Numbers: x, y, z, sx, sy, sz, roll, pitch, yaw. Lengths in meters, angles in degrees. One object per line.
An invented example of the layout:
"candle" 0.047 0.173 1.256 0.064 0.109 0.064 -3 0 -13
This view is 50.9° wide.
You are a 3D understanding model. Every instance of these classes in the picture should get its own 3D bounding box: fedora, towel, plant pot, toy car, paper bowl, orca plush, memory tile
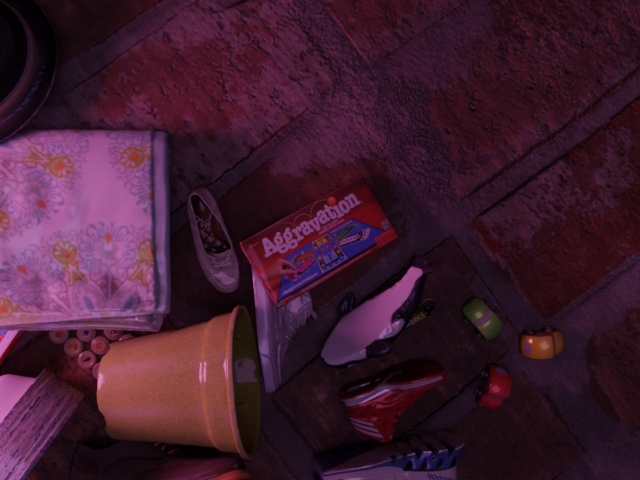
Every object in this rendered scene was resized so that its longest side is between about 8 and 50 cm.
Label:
"fedora" -0.623 -0.315 1.132 0.334 0.152 0.334 0 85 -3
"towel" -0.431 -0.021 1.211 0.321 0.090 0.374 0 79 -10
"plant pot" -0.257 0.266 1.236 0.254 0.276 0.276 -5 97 3
"toy car" 0.380 0.216 1.410 0.239 0.053 0.225 -40 100 -3
"paper bowl" -0.557 0.350 1.171 0.148 0.284 0.284 38 90 -10
"orca plush" 0.125 0.156 1.370 0.151 0.102 0.287 27 78 34
"memory tile" -0.441 0.191 1.309 0.148 0.012 0.113 44 89 -11

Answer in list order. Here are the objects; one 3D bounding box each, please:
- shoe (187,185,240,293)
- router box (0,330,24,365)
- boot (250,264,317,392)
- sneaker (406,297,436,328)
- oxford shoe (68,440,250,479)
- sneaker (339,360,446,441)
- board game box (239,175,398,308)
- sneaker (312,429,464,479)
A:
"shoe" -0.210 0.003 1.299 0.076 0.058 0.219 -19 98 -6
"router box" -0.758 0.174 1.225 0.335 0.082 0.301 35 90 -10
"boot" -0.065 0.164 1.315 0.123 0.095 0.258 -5 91 -8
"sneaker" 0.204 0.151 1.387 0.083 0.035 0.031 -45 99 -2
"oxford shoe" -0.310 0.419 1.259 0.364 0.130 0.132 -7 70 10
"sneaker" 0.160 0.334 1.388 0.221 0.087 0.128 -15 107 6
"board game box" 0.000 0.000 1.305 0.281 0.027 0.145 -30 87 -16
"sneaker" 0.150 0.509 1.371 0.315 0.127 0.182 -6 95 -9
